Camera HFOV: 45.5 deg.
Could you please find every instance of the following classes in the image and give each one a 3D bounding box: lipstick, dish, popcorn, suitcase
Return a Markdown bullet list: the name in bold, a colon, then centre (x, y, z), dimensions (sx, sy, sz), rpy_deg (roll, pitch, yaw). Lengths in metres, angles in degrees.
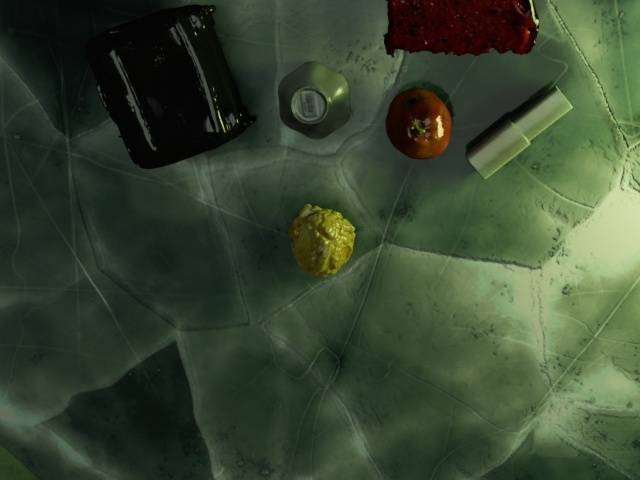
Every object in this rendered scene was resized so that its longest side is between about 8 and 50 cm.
- **lipstick**: centre (0.455, -0.251, 1.759), dimensions (0.253, 0.079, 0.077), rpy_deg (-40, 97, 20)
- **dish**: centre (-0.021, -0.329, 1.832), dimensions (0.191, 0.066, 0.190), rpy_deg (4, 111, 10)
- **popcorn**: centre (0.000, 0.000, 1.908), dimensions (0.180, 0.170, 0.180), rpy_deg (3, 128, 4)
- **suitcase**: centre (-0.369, -0.367, 1.840), dimensions (0.339, 0.188, 0.345), rpy_deg (-14, 108, 22)

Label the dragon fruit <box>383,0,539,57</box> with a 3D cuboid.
- **dragon fruit**: centre (0.303, -0.533, 1.649), dimensions (0.344, 0.100, 0.282), rpy_deg (7, 140, 13)

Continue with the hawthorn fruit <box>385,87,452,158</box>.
- **hawthorn fruit**: centre (0.224, -0.250, 1.695), dimensions (0.165, 0.285, 0.165), rpy_deg (0, 105, 1)
